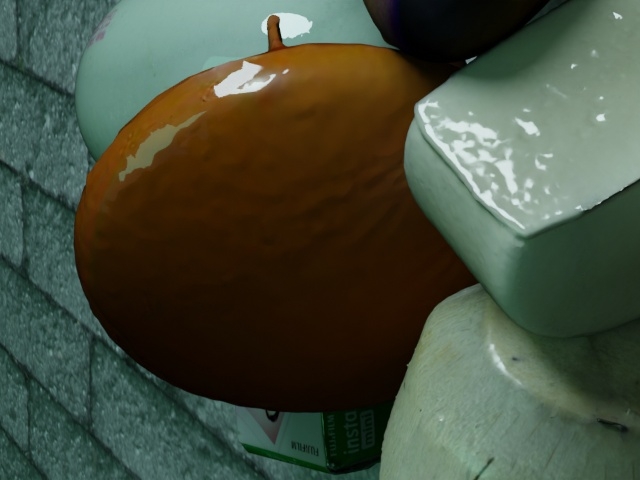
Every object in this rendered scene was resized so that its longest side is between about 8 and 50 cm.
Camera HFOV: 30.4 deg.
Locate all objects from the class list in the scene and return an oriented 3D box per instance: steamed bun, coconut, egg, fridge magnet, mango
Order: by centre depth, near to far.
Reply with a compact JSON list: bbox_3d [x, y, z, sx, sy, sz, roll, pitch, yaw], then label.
[{"bbox_3d":[0.183,-0.049,0.706,0.146,0.241,0.164,55,174,36],"label":"steamed bun"},{"bbox_3d":[0.098,-0.216,0.737,0.152,0.287,0.201,37,125,5],"label":"mango"},{"bbox_3d":[0.150,0.141,0.798,0.227,0.227,0.230,52,142,35],"label":"coconut"},{"bbox_3d":[0.000,0.000,0.881,0.155,0.363,0.364,-97,24,-46],"label":"fridge magnet"},{"bbox_3d":[-0.074,-0.137,1.042,0.371,0.230,0.230,-7,92,48],"label":"egg"}]

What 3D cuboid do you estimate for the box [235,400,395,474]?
[{"bbox_3d":[-0.010,0.084,1.115,0.180,0.103,0.250,0,98,55],"label":"box"}]
